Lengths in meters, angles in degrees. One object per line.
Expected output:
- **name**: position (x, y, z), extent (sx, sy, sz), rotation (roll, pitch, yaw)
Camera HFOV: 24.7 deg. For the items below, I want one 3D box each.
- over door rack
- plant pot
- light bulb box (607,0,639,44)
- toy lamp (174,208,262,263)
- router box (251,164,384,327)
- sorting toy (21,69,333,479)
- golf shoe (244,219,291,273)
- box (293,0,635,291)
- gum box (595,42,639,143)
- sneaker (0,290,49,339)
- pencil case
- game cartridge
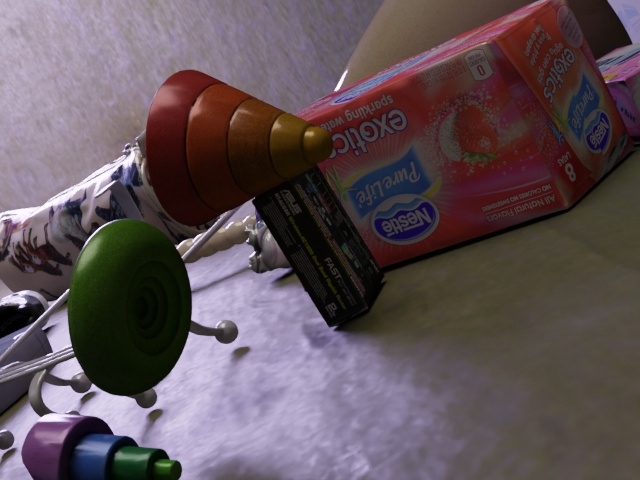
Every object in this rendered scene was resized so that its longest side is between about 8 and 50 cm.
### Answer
- **over door rack**: position (-0.168, 0.051, 1.363), extent (0.239, 0.108, 0.324), rotation (-21, 31, 42)
- **plant pot**: position (0.141, -0.178, 1.530), extent (0.274, 0.256, 0.256), rotation (-44, 9, -2)
- **light bulb box**: position (0.445, -0.438, 1.624), extent (0.361, 0.358, 0.225), rotation (-29, 6, -15)
- **toy lamp**: position (-0.150, 0.013, 1.754), extent (0.275, 0.080, 0.080), rotation (-21, 11, 33)
- **router box**: position (0.000, 0.000, 1.182), extent (0.038, 0.122, 0.092), rotation (-30, 6, 17)
- **sorting toy**: position (-0.084, 0.028, 1.033), extent (0.126, 0.127, 0.365), rotation (0, 53, 29)
- **golf shoe**: position (-0.018, -0.007, 1.560), extent (0.086, 0.069, 0.176), rotation (-4, 17, 14)
- **box**: position (0.093, -0.078, 1.266), extent (0.300, 0.154, 0.142), rotation (-18, 13, 42)
- **gum box**: position (0.277, -0.132, 1.309), extent (0.107, 0.062, 0.188), rotation (-30, 9, -15)
- **sneaker**: position (-0.487, 0.140, 2.035), extent (0.234, 0.078, 0.106), rotation (-27, 6, -9)
- **pencil case**: position (-0.341, -0.030, 2.251), extent (0.410, 0.183, 0.160), rotation (-22, 10, 37)
- **game cartridge**: position (-0.415, 0.181, 1.643), extent (0.198, 0.062, 0.297), rotation (-21, 10, 15)
